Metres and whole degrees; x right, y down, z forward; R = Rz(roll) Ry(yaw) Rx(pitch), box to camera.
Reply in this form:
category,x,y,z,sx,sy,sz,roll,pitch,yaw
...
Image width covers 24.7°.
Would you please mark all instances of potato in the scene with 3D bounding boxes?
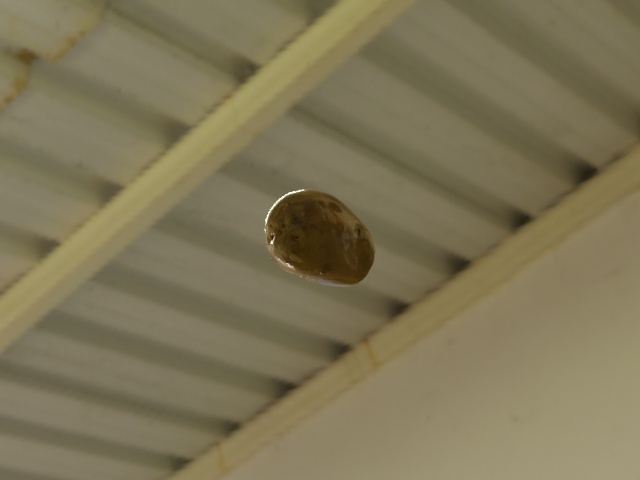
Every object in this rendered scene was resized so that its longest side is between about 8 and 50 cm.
category,x,y,z,sx,sy,sz,roll,pitch,yaw
potato,0.000,0.000,1.084,0.083,0.062,0.068,22,-47,-23
